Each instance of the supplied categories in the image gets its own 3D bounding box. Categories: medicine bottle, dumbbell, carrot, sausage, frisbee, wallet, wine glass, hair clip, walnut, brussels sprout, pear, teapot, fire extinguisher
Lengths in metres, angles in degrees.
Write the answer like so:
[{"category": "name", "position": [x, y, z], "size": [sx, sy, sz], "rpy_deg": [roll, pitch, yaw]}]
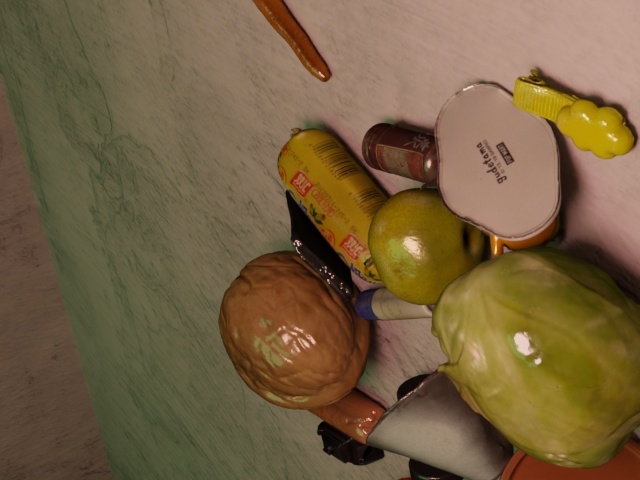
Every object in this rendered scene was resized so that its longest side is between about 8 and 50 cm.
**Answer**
[{"category": "medicine bottle", "position": [0.135, 0.104, 1.957], "size": [0.231, 0.059, 0.059], "rpy_deg": [-10, 104, 63]}, {"category": "dumbbell", "position": [0.192, 0.333, 2.015], "size": [0.100, 0.100, 0.191], "rpy_deg": [27, 135, 51]}, {"category": "carrot", "position": [-0.058, -0.357, 1.918], "size": [0.248, 0.043, 0.043], "rpy_deg": [55, 153, 14]}, {"category": "sausage", "position": [0.032, 0.324, 2.316], "size": [0.289, 0.086, 0.086], "rpy_deg": [22, 132, 54]}, {"category": "frisbee", "position": [0.363, 0.376, 1.595], "size": [0.251, 0.250, 0.021], "rpy_deg": [58, 175, 11]}, {"category": "wallet", "position": [-0.001, 0.001, 1.943], "size": [0.146, 0.030, 0.285], "rpy_deg": [46, -168, -16]}, {"category": "wine glass", "position": [0.291, 0.373, 1.731], "size": [0.406, 0.267, 0.267], "rpy_deg": [50, 151, 15]}, {"category": "hair clip", "position": [0.310, -0.155, 1.422], "size": [0.173, 0.046, 0.072], "rpy_deg": [40, 149, 36]}, {"category": "walnut", "position": [-0.043, 0.169, 2.123], "size": [0.313, 0.252, 0.277], "rpy_deg": [45, 148, 31]}, {"category": "brussels sprout", "position": [0.299, 0.144, 1.485], "size": [0.328, 0.247, 0.328], "rpy_deg": [54, 171, 13]}, {"category": "pear", "position": [0.140, 0.007, 1.735], "size": [0.216, 0.166, 0.180], "rpy_deg": [-2, 130, 48]}, {"category": "teapot", "position": [0.050, 0.404, 2.342], "size": [0.177, 0.096, 0.087], "rpy_deg": [24, 134, 53]}, {"category": "sausage", "position": [0.044, -0.054, 1.909], "size": [0.347, 0.123, 0.123], "rpy_deg": [52, 152, 23]}, {"category": "fire extinguisher", "position": [0.149, -0.106, 1.689], "size": [0.075, 0.106, 0.252], "rpy_deg": [47, 166, -33]}]

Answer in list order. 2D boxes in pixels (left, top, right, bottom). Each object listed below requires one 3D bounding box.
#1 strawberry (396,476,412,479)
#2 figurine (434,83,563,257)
[{"category": "strawberry", "position": [0.176, 0.510, 2.217], "size": [0.175, 0.107, 0.236], "rpy_deg": [31, 161, -18]}, {"category": "figurine", "position": [0.256, -0.081, 1.555], "size": [0.141, 0.166, 0.250], "rpy_deg": [38, -147, -52]}]
